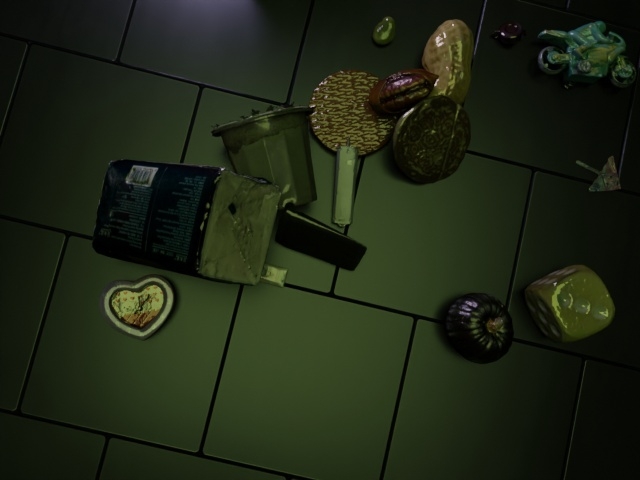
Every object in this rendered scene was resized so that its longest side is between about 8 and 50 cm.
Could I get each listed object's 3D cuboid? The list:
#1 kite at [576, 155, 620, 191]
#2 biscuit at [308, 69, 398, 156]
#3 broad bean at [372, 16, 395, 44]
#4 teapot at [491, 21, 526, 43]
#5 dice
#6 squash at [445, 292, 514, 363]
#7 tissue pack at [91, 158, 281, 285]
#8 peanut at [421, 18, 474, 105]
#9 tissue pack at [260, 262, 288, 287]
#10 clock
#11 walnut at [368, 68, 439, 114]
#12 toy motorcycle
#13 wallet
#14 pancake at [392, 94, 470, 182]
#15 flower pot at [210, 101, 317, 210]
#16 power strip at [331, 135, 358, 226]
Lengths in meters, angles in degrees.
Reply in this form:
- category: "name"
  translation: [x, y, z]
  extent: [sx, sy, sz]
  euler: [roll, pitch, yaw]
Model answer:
- category: "kite"
  translation: [0.825, -0.200, 1.812]
  extent: [0.152, 0.005, 0.137]
  euler: [38, 81, 1]
- category: "biscuit"
  translation: [0.092, -0.364, 1.765]
  extent: [0.261, 0.037, 0.262]
  euler: [0, 85, -4]
- category: "broad bean"
  translation: [0.189, -0.610, 1.794]
  extent: [0.063, 0.045, 0.083]
  euler: [28, 91, 1]
- category: "teapot"
  translation: [0.559, -0.610, 1.818]
  extent: [0.100, 0.045, 0.068]
  euler: [-1, 60, 14]
- category: "dice"
  translation: [0.679, 0.173, 1.683]
  extent: [0.166, 0.169, 0.170]
  euler: [-26, 86, -7]
- category: "squash"
  translation: [0.434, 0.239, 1.671]
  extent: [0.193, 0.156, 0.193]
  euler: [-5, 104, -19]
- category: "tissue pack"
  translation: [-0.333, -0.052, 1.510]
  extent: [0.416, 0.253, 0.264]
  euler: [8, 86, 38]
- category: "peanut"
  translation: [0.356, -0.478, 1.750]
  extent: [0.146, 0.147, 0.306]
  euler: [6, 86, -3]
- category: "tissue pack"
  translation: [-0.148, 0.091, 1.710]
  extent: [0.108, 0.023, 0.056]
  euler: [14, 84, -2]
- category: "clock"
  translation: [-0.487, 0.184, 1.658]
  extent: [0.197, 0.064, 0.172]
  euler: [-11, 85, -5]
- category: "walnut"
  translation: [0.227, -0.411, 1.687]
  extent: [0.207, 0.115, 0.116]
  euler: [-17, 85, 21]
- category: "toy motorcycle"
  translation: [0.782, -0.553, 1.796]
  extent: [0.296, 0.109, 0.199]
  euler: [3, 82, -5]
- category: "wallet"
  translation: [0.000, 0.000, 1.665]
  extent: [0.245, 0.169, 0.052]
  euler: [23, 61, -1]
- category: "pancake"
  translation: [0.308, -0.278, 1.710]
  extent: [0.249, 0.031, 0.250]
  euler: [-8, 117, -16]
- category: "flower pot"
  translation: [-0.129, -0.209, 1.631]
  extent: [0.290, 0.290, 0.259]
  euler: [-12, 96, -5]
- category: "power strip"
  translation: [0.070, -0.166, 1.729]
  extent: [0.060, 0.027, 0.253]
  euler: [5, 95, -2]
